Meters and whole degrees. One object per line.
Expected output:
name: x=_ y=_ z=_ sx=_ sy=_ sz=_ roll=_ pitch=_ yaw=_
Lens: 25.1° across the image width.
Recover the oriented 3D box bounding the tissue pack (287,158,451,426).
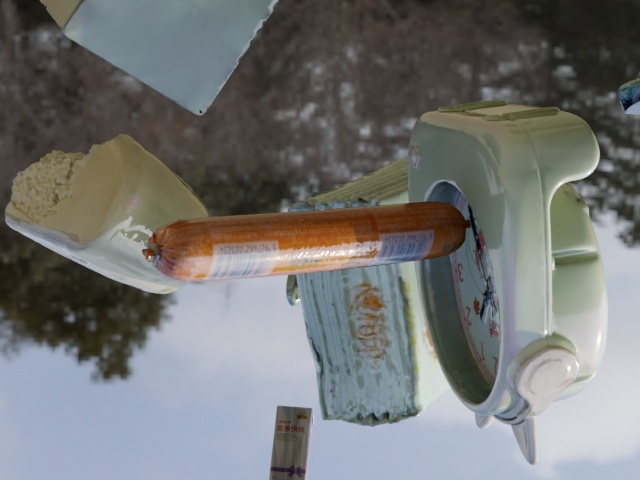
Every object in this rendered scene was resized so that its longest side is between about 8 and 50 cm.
tissue pack: x=0.117 y=0.050 z=1.887 sx=0.162 sy=0.287 sz=0.388 roll=-7 pitch=-171 yaw=26

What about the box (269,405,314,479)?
box: x=-0.037 y=0.273 z=1.848 sx=0.051 sy=0.117 sz=0.036 roll=6 pitch=155 yaw=3

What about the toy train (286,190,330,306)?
toy train: x=-0.005 y=0.013 z=2.078 sx=0.051 sy=0.052 sz=0.234 roll=-8 pitch=-146 yaw=17

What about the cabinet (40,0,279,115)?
cabinet: x=-0.147 y=-0.233 z=1.267 sx=0.145 sy=0.150 sz=0.206 roll=30 pitch=-171 yaw=-29

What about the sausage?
sausage: x=0.000 y=0.000 z=1.207 sx=0.348 sy=0.053 sz=0.053 roll=-5 pitch=-165 yaw=-39

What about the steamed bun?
steamed bun: x=-0.248 y=-0.035 z=1.824 sx=0.200 sy=0.170 sz=0.225 roll=11 pitch=164 yaw=40

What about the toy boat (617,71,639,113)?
toy boat: x=0.443 y=-0.218 z=1.479 sx=0.299 sy=0.092 sz=0.134 roll=-18 pitch=175 yaw=26

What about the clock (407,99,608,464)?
clock: x=0.173 y=0.035 z=1.342 sx=0.109 sy=0.324 sz=0.265 roll=-9 pitch=-168 yaw=-15
